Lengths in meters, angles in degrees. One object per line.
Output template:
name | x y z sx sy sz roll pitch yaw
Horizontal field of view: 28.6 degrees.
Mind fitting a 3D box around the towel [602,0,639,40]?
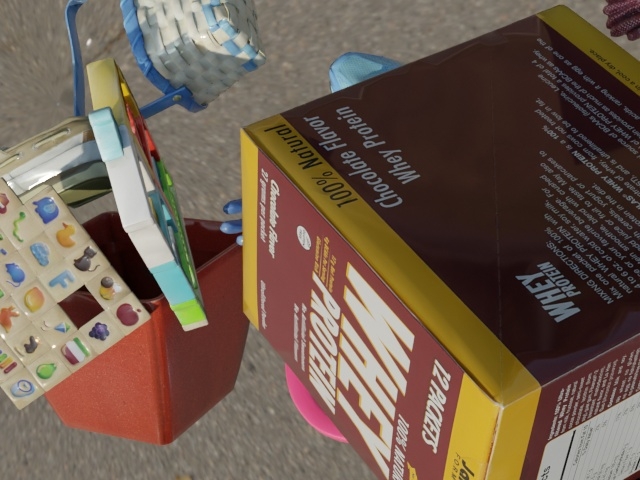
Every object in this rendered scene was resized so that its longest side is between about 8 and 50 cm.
towel | 0.341 -0.145 0.654 0.237 0.329 0.037 -21 107 -52

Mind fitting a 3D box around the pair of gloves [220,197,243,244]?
pair of gloves | 0.000 0.000 1.300 0.198 0.159 0.023 31 126 21

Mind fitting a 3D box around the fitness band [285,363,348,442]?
fitness band | 0.058 0.114 1.602 0.209 0.054 0.290 -4 73 18

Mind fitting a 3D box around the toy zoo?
toy zoo | -0.176 -0.051 1.264 0.030 0.293 0.192 -17 61 0

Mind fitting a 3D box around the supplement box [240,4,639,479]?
supplement box | 0.092 0.014 0.597 0.194 0.191 0.129 -24 141 -24

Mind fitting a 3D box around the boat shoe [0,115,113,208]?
boat shoe | -0.420 -0.077 1.723 0.302 0.113 0.103 -19 75 9

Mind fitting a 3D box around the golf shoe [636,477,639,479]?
golf shoe | 0.271 0.261 1.043 0.067 0.086 0.186 -23 84 -23

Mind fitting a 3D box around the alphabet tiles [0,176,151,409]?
alphabet tiles | -0.349 0.054 1.483 0.198 0.009 0.237 -35 100 5

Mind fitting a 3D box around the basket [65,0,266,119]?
basket | -0.232 -0.291 1.794 0.289 0.201 0.254 -17 65 15

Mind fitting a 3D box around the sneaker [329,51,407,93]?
sneaker | 0.068 -0.095 0.812 0.063 0.162 0.073 -48 142 -19

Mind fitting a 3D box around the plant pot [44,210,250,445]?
plant pot | -0.246 0.122 1.705 0.267 0.267 0.235 6 114 27
